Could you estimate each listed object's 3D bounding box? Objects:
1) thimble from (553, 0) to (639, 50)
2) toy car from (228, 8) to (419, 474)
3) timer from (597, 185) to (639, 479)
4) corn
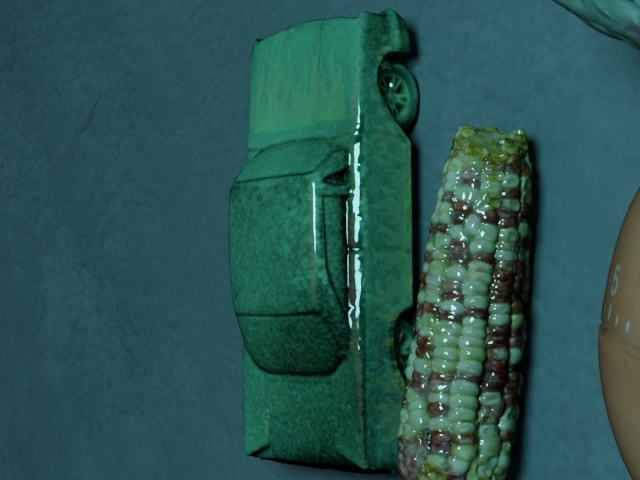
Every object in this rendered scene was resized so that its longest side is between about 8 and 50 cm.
[{"bbox_3d":[0.209,-0.189,0.639,0.149,0.185,0.211,34,100,45],"label":"thimble"},{"bbox_3d":[0.000,0.000,0.921,0.141,0.097,0.321,-4,84,48],"label":"toy car"},{"bbox_3d":[0.235,0.039,0.554,0.229,0.229,0.215,17,98,48],"label":"timer"},{"bbox_3d":[0.094,0.044,0.827,0.079,0.079,0.237,6,91,49],"label":"corn"}]
